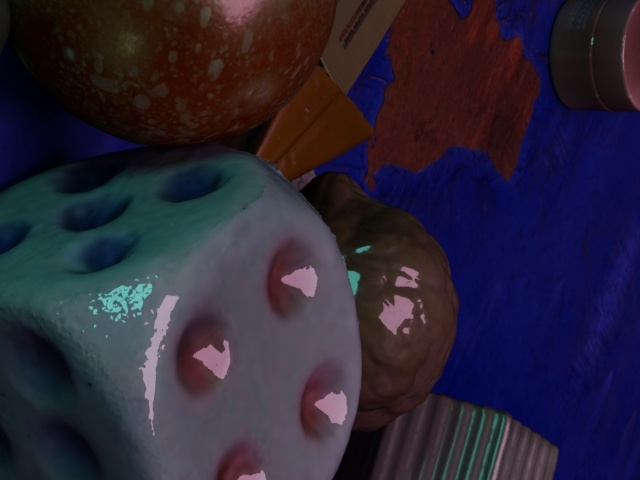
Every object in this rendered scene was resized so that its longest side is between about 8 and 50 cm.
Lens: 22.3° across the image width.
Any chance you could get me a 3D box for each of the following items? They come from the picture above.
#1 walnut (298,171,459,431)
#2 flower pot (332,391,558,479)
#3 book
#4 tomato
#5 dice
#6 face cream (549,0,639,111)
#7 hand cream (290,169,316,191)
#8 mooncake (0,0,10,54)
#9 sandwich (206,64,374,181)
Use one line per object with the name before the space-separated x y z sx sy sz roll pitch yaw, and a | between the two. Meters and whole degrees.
walnut | 0.002 0.059 1.474 0.248 0.248 0.248 -11 103 -53
flower pot | 0.114 0.269 1.694 0.209 0.239 0.190 23 75 -20
book | 0.006 -0.278 1.625 0.161 0.026 0.231 -58 137 -30
tomato | -0.109 -0.212 1.254 0.270 0.222 0.270 28 44 -30
dice | -0.143 0.095 1.264 0.262 0.264 0.268 -41 127 -44
face cream | 0.371 -0.238 2.071 0.149 0.104 0.149 -10 103 -53
hand cream | 0.000 0.000 1.643 0.067 0.042 0.194 -46 125 -39
mooncake | -0.307 -0.157 1.140 0.168 0.104 0.175 -26 118 -54
sandwich | -0.054 -0.068 1.492 0.144 0.117 0.187 49 55 -42
